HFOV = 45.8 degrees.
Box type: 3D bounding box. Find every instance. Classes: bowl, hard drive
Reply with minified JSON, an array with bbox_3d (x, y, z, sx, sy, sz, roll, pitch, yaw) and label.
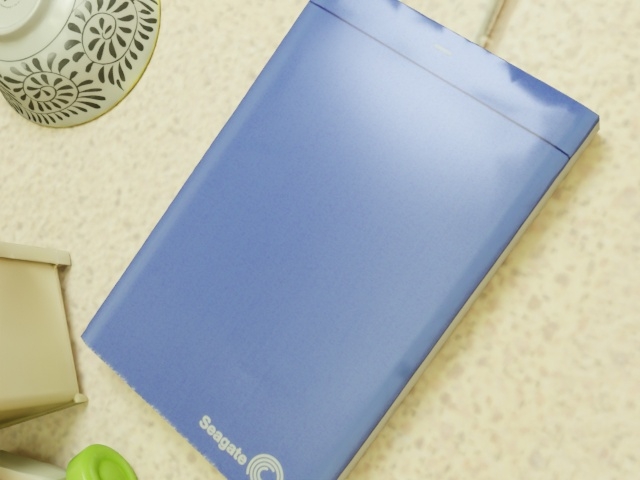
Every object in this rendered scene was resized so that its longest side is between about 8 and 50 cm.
[{"bbox_3d":[-0.220,-0.181,0.598,0.170,0.080,0.170,-3,82,20],"label":"bowl"},{"bbox_3d":[0.000,0.000,0.508,0.210,0.040,0.318,37,95,21],"label":"hard drive"}]

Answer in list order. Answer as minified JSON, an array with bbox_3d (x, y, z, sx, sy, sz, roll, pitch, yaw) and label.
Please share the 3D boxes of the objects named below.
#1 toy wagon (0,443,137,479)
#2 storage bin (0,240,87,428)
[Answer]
[{"bbox_3d":[-0.195,0.320,0.516,0.267,0.068,0.344,-39,71,11],"label":"toy wagon"},{"bbox_3d":[-0.345,0.091,0.505,0.261,0.262,0.123,-19,78,16],"label":"storage bin"}]
